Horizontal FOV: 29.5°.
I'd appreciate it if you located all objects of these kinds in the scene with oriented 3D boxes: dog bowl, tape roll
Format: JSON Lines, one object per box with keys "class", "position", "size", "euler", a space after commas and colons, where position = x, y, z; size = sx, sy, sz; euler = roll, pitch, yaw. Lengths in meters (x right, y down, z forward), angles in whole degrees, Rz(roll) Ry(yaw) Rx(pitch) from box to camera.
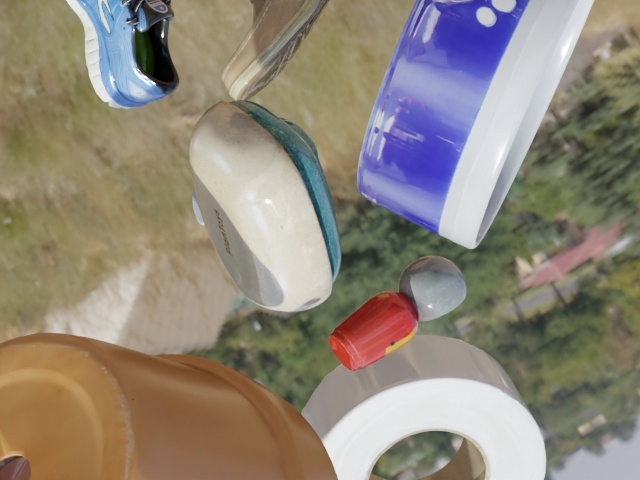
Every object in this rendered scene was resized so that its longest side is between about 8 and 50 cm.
{"class": "dog bowl", "position": [0.130, -0.133, 0.964], "size": [0.265, 0.104, 0.265], "euler": [-61, 169, -20]}
{"class": "tape roll", "position": [0.114, 0.256, 1.426], "size": [0.286, 0.286, 0.100], "euler": [-32, -153, 6]}

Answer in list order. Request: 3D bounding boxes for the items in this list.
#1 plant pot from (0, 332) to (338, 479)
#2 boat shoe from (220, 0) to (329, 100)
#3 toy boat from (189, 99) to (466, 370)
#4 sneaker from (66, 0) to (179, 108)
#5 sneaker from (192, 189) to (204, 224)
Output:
{"class": "plant pot", "position": [-0.153, 0.191, 0.830], "size": [0.291, 0.291, 0.203], "euler": [-33, 143, 7]}
{"class": "boat shoe", "position": [-0.045, -0.331, 1.594], "size": [0.341, 0.110, 0.121], "euler": [-57, -178, -20]}
{"class": "toy boat", "position": [0.000, 0.000, 1.250], "size": [0.148, 0.318, 0.267], "euler": [-34, 145, -20]}
{"class": "sneaker", "position": [-0.278, -0.350, 1.729], "size": [0.147, 0.330, 0.130], "euler": [0, -150, 36]}
{"class": "sneaker", "position": [-0.097, -0.095, 1.677], "size": [0.091, 0.094, 0.258], "euler": [-10, 168, -28]}
